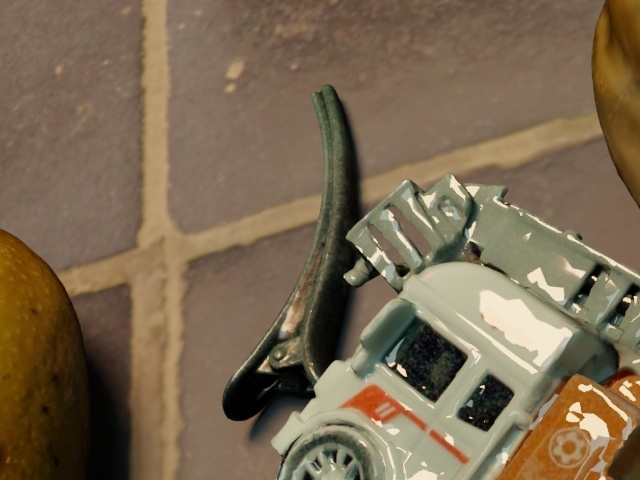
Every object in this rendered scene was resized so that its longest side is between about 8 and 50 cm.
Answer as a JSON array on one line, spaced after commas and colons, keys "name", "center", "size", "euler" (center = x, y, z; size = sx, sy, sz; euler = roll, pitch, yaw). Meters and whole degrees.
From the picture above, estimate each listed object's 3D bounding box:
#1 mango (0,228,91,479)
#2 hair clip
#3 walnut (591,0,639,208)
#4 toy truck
[{"name": "mango", "center": [-0.196, 0.127, 0.686], "size": [0.175, 0.176, 0.329], "euler": [-35, 48, 22]}, {"name": "hair clip", "center": [0.000, 0.000, 0.770], "size": [0.070, 0.039, 0.229], "euler": [-5, 52, 23]}, {"name": "walnut", "center": [0.251, -0.073, 0.559], "size": [0.283, 0.227, 0.283], "euler": [-12, 63, 24]}, {"name": "toy truck", "center": [0.123, 0.106, 0.542], "size": [0.338, 0.133, 0.184], "euler": [38, 95, 40]}]
